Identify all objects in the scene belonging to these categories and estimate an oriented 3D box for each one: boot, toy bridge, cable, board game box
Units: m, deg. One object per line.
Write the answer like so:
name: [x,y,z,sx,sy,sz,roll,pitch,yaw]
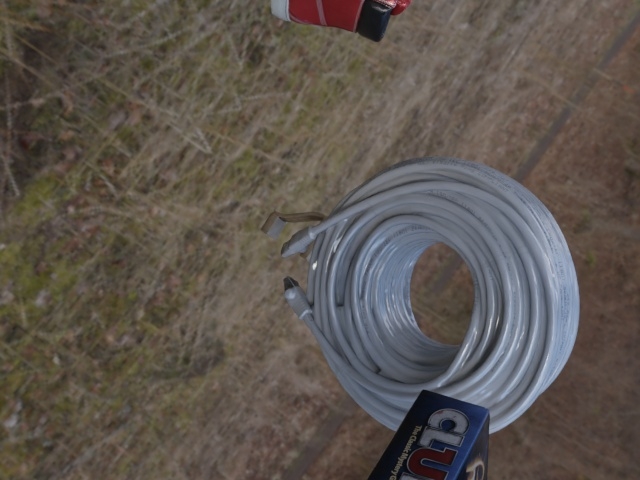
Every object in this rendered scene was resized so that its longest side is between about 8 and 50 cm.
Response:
boot: [0.032,-0.351,0.953,0.244,0.176,0.088,91,21,-53]
toy bridge: [0.000,0.000,1.040,0.026,0.188,0.063,36,86,-47]
cable: [0.104,0.053,0.735,0.257,0.257,0.089,-39,158,31]
board game box: [0.046,0.229,0.445,0.165,0.042,0.243,-46,139,-47]
